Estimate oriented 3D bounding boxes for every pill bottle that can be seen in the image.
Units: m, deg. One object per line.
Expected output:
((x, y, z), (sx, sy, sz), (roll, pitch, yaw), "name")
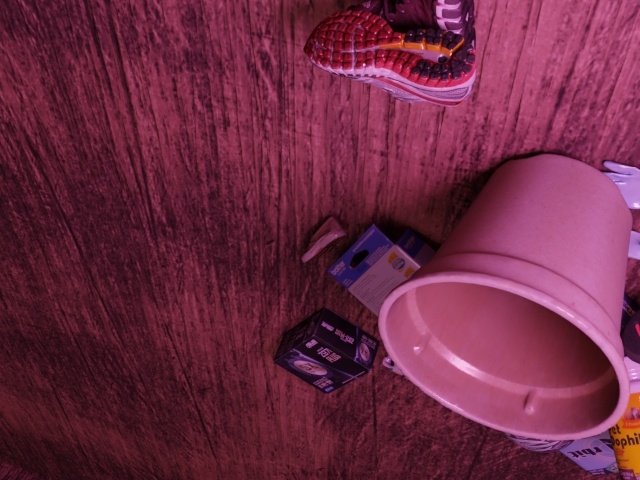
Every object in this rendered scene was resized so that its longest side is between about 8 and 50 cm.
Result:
((0.541, 0.301, 1.360), (0.117, 0.215, 0.117), (-11, 168, -2), "pill bottle")

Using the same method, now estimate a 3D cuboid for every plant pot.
((0.291, 0.054, 1.136), (0.333, 0.305, 0.334), (20, 144, 15), "plant pot")

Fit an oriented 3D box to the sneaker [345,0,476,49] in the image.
((0.103, -0.299, 0.986), (0.162, 0.106, 0.281), (12, 142, 18), "sneaker")

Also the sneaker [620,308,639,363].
((0.623, 0.141, 1.227), (0.313, 0.116, 0.136), (-20, 138, 22), "sneaker")

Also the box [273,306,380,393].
((0.011, 0.235, 1.705), (0.147, 0.078, 0.180), (34, 141, -15), "box")

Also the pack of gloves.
((0.483, -0.021, 1.186), (0.232, 0.046, 0.195), (12, 142, 13), "pack of gloves")

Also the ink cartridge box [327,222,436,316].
((0.177, 0.103, 1.436), (0.311, 0.065, 0.186), (40, 141, -1), "ink cartridge box")

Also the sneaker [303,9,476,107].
((0.080, -0.209, 0.984), (0.225, 0.088, 0.093), (22, 163, 23), "sneaker")

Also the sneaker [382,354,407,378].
((0.177, 0.229, 1.633), (0.075, 0.057, 0.161), (21, 146, -8), "sneaker")

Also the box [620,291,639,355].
((0.422, 0.139, 1.401), (0.183, 0.059, 0.232), (40, 140, -23), "box")

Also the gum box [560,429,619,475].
((0.576, 0.420, 1.685), (0.184, 0.041, 0.157), (37, 140, -20), "gum box")

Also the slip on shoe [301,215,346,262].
((0.000, 0.000, 1.456), (0.041, 0.051, 0.135), (64, 150, 10), "slip on shoe")

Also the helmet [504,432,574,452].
((0.416, 0.321, 1.542), (0.169, 0.162, 0.169), (13, 142, 11), "helmet")
